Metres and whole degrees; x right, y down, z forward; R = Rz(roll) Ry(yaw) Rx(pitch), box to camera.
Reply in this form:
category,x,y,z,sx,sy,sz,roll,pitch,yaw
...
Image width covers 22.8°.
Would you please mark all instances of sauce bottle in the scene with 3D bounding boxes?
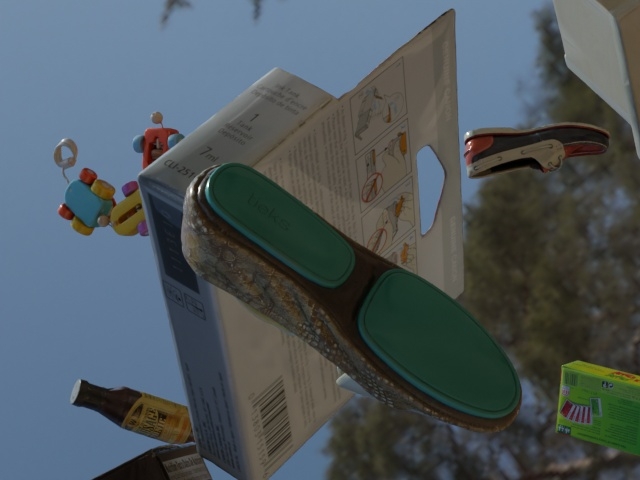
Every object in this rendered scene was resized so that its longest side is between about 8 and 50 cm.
category,x,y,z,sx,sy,sz,roll,pitch,yaw
sauce bottle,-0.179,0.166,1.532,0.128,0.042,0.042,19,-138,-20

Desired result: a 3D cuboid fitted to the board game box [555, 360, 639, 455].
category,x,y,z,sx,sy,sz,roll,pitch,yaw
board game box,0.391,0.219,2.018,0.043,0.181,0.092,-11,-72,-49

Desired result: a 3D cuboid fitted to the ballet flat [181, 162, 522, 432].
category,x,y,z,sx,sy,sz,roll,pitch,yaw
ballet flat,0.012,0.038,0.833,0.206,0.067,0.073,39,-131,4

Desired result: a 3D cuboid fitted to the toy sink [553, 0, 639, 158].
category,x,y,z,sx,sy,sz,roll,pitch,yaw
toy sink,0.330,-0.216,1.572,0.131,0.152,0.234,50,173,38

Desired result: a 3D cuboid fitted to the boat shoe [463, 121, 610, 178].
category,x,y,z,sx,sy,sz,roll,pitch,yaw
boat shoe,0.201,-0.081,1.466,0.137,0.049,0.043,-3,-113,1

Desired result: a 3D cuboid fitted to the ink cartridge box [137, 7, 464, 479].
category,x,y,z,sx,sy,sz,roll,pitch,yaw
ink cartridge box,0.000,0.000,1.065,0.060,0.275,0.239,28,-126,30

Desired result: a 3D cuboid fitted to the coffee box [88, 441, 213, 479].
category,x,y,z,sx,sy,sz,roll,pitch,yaw
coffee box,-0.111,0.311,1.120,0.297,0.168,0.119,63,-173,8

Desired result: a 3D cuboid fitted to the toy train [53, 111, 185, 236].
category,x,y,z,sx,sy,sz,roll,pitch,yaw
toy train,-0.200,-0.064,1.638,0.046,0.166,0.125,6,-98,-56
